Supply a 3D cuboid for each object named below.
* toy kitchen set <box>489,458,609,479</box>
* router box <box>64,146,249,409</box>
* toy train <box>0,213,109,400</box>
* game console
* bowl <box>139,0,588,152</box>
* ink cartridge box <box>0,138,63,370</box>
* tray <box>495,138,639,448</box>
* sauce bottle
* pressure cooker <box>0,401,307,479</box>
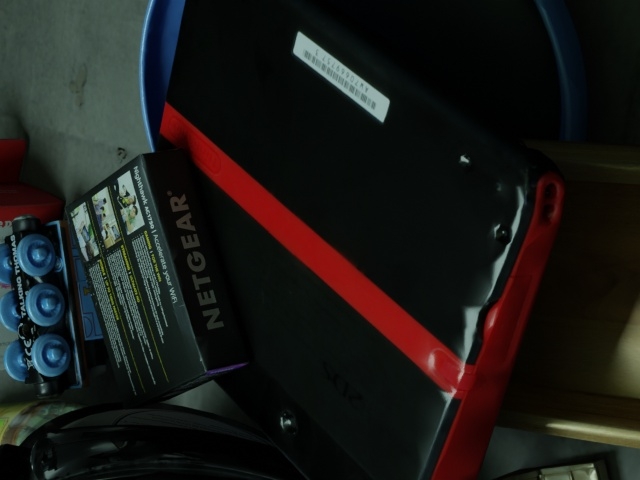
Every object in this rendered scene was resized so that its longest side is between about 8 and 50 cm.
[{"bbox_3d":[0.175,0.214,1.142,0.083,0.075,0.068,-17,84,42],"label":"toy kitchen set"},{"bbox_3d":[-0.133,0.033,1.169,0.133,0.046,0.178,-27,77,50],"label":"router box"},{"bbox_3d":[-0.259,0.063,1.455,0.080,0.105,0.184,-13,85,47],"label":"toy train"},{"bbox_3d":[0.000,0.000,1.082,0.386,0.060,0.342,41,128,37],"label":"game console"},{"bbox_3d":[0.032,-0.111,1.185,0.391,0.077,0.391,10,110,30],"label":"bowl"},{"bbox_3d":[-0.346,0.016,1.502,0.078,0.134,0.231,23,108,36],"label":"ink cartridge box"},{"bbox_3d":[0.214,0.037,1.027,0.411,0.076,0.202,5,107,30],"label":"tray"},{"bbox_3d":[-0.328,0.221,1.490,0.344,0.111,0.111,-15,84,54],"label":"sauce bottle"},{"bbox_3d":[-0.125,0.336,1.205,0.375,0.370,0.420,36,118,27],"label":"pressure cooker"}]
